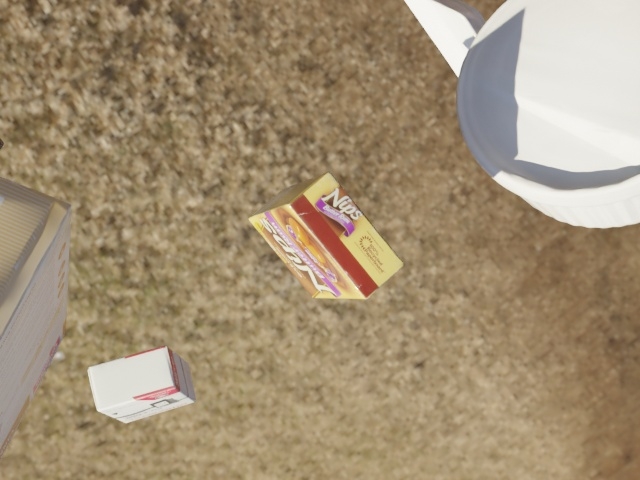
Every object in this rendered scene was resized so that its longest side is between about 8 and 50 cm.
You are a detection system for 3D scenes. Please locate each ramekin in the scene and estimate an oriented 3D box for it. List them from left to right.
[{"bbox_3d":[0.281,-0.136,1.103,0.273,0.273,0.127,-38,145,5],"label":"ramekin"}]

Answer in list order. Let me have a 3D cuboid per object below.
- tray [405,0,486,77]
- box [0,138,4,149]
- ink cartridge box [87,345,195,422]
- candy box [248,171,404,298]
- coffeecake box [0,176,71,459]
[{"bbox_3d":[0.195,-0.203,1.306,0.030,0.145,0.270,-46,131,-2],"label":"tray"},{"bbox_3d":[-0.343,-0.090,0.815,0.158,0.156,0.093,82,33,-76],"label":"box"},{"bbox_3d":[-0.238,0.197,1.504,0.109,0.063,0.150,-17,164,0],"label":"ink cartridge box"},{"bbox_3d":[0.000,0.000,1.040,0.053,0.109,0.187,-41,-173,-12],"label":"candy box"},{"bbox_3d":[-0.200,0.065,0.620,0.185,0.068,0.142,117,-5,-61],"label":"coffeecake box"}]
